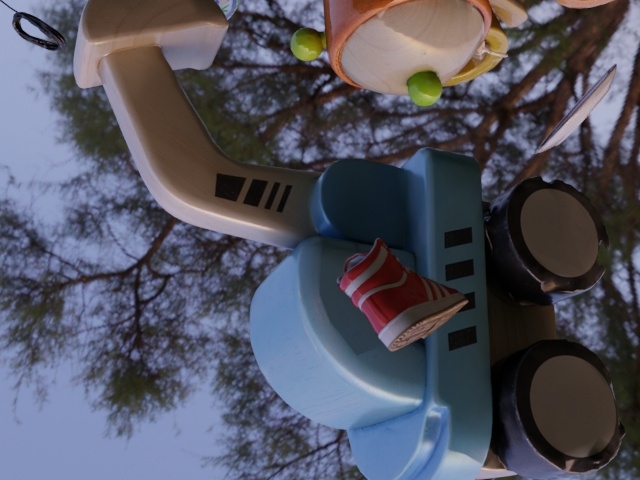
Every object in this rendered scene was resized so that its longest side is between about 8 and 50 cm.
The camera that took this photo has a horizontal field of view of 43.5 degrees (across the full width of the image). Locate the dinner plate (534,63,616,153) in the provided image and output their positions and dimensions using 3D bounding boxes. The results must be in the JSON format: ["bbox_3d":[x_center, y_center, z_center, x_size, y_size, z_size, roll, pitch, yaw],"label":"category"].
[{"bbox_3d":[0.315,-0.156,0.980,0.017,0.141,0.141,42,-143,4],"label":"dinner plate"}]

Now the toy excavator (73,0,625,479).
[{"bbox_3d":[0.000,0.000,0.697,0.445,0.222,0.433,9,-112,-20],"label":"toy excavator"}]

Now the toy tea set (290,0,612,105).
[{"bbox_3d":[0.148,-0.162,0.449,0.200,0.336,0.124,11,-120,-48],"label":"toy tea set"}]

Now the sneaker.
[{"bbox_3d":[0.054,0.032,0.532,0.067,0.042,0.118,49,-160,17],"label":"sneaker"}]

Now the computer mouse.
[{"bbox_3d":[-0.477,-0.373,1.190,0.242,0.071,0.041,42,-134,-23],"label":"computer mouse"}]

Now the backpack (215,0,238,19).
[{"bbox_3d":[-0.215,-0.435,1.085,0.355,0.273,0.290,21,-113,-70],"label":"backpack"}]
